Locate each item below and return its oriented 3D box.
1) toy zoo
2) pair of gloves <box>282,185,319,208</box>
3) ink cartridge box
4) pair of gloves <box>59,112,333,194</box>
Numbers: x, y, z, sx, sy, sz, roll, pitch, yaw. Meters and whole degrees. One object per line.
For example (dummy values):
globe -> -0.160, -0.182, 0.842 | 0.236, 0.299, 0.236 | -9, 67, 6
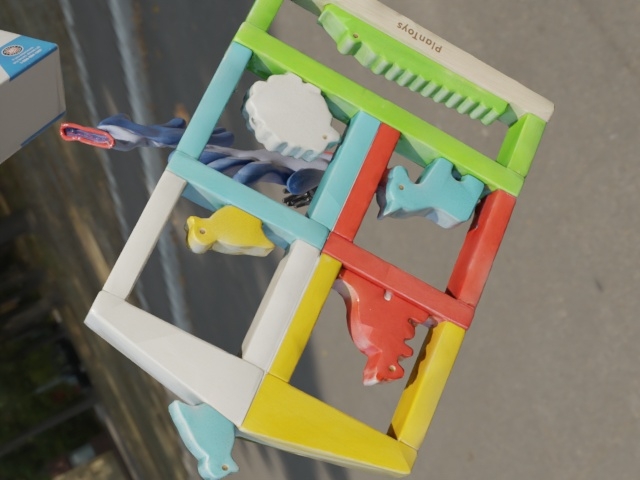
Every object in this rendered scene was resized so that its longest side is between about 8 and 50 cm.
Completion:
toy zoo -> 0.000, 0.000, 0.702 | 0.192, 0.293, 0.030 | 28, 158, -9
pair of gloves -> -0.016, -0.079, 1.404 | 0.010, 0.074, 0.083 | -128, 19, -69
ink cartridge box -> -0.357, -0.143, 1.176 | 0.191, 0.139, 0.082 | 16, 129, 22
pair of gloves -> -0.079, -0.060, 0.860 | 0.198, 0.159, 0.023 | 14, 102, 27
